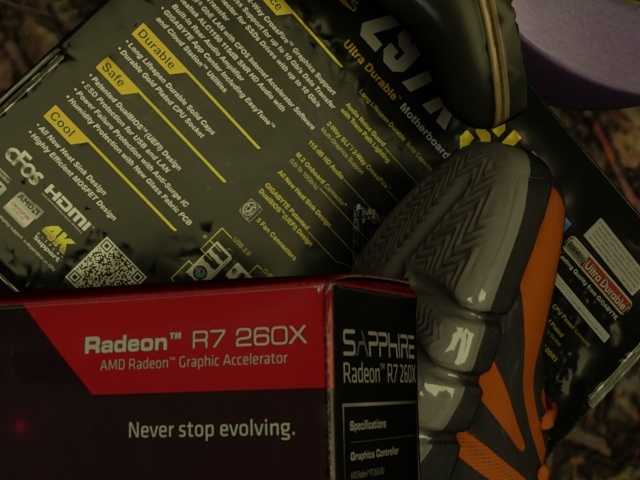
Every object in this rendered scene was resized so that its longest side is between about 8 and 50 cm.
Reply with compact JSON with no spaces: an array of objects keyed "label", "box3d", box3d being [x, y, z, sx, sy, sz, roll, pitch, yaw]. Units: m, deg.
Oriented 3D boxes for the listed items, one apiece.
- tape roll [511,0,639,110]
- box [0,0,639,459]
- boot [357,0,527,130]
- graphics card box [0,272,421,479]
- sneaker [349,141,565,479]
[{"label":"tape roll","box3d":[0.164,-0.210,0.674,0.274,0.090,0.275,0,91,-17]},{"label":"box","box3d":[0.000,0.000,0.637,0.322,0.079,0.257,46,77,-12]},{"label":"boot","box3d":[-0.002,-0.123,0.565,0.137,0.077,0.198,-23,84,-11]},{"label":"graphics card box","box3d":[-0.077,0.202,0.473,0.232,0.094,0.371,-4,84,23]},{"label":"sneaker","box3d":[0.077,0.125,0.573,0.180,0.124,0.321,18,97,-20]}]
